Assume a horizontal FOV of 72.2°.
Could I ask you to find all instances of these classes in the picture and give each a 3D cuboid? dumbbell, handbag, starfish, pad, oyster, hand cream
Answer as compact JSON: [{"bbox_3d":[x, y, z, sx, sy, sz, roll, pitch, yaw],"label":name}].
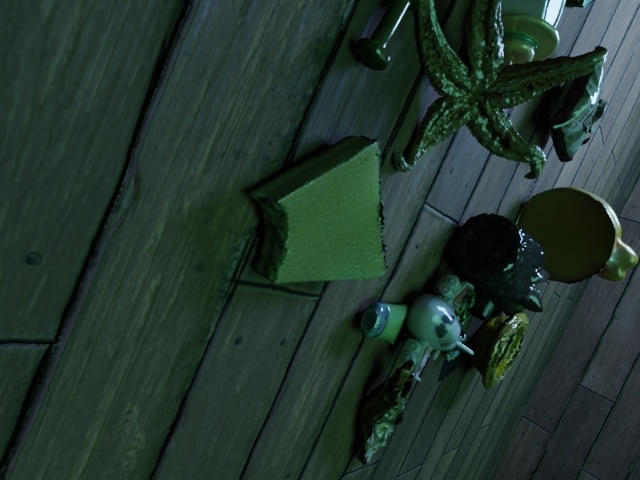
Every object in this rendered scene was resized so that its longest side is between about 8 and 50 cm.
[{"bbox_3d":[0.090,-0.281,0.569,0.052,0.046,0.118,31,86,-46],"label":"dumbbell"},{"bbox_3d":[0.656,-0.334,1.121,0.235,0.127,0.213,22,92,-54],"label":"handbag"},{"bbox_3d":[0.250,-0.227,0.698,0.375,0.094,0.327,35,116,-20],"label":"starfish"},{"bbox_3d":[0.411,0.360,1.337,0.157,0.003,0.112,-11,119,-45],"label":"pad"},{"bbox_3d":[0.147,0.385,0.990,0.128,0.078,0.345,-16,131,-35],"label":"oyster"},{"bbox_3d":[0.130,0.162,0.872,0.175,0.045,0.095,22,89,-60],"label":"hand cream"}]

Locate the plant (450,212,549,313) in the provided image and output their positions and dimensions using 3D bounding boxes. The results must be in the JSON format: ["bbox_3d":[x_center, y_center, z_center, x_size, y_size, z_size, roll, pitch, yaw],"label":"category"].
[{"bbox_3d":[0.444,0.064,1.054,0.320,0.194,0.182,30,91,-49],"label":"plant"}]

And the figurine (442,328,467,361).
[{"bbox_3d":[0.367,0.289,1.217,0.059,0.047,0.106,4,121,-12],"label":"figurine"}]

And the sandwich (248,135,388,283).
[{"bbox_3d":[0.000,0.000,0.622,0.212,0.063,0.245,-34,133,-28],"label":"sandwich"}]

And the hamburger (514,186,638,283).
[{"bbox_3d":[0.725,-0.009,1.245,0.186,0.302,0.261,-2,118,-44],"label":"hamburger"}]

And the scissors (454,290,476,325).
[{"bbox_3d":[0.361,0.168,1.150,0.204,0.027,0.101,26,87,-54],"label":"scissors"}]

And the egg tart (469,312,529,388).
[{"bbox_3d":[0.578,0.347,1.428,0.288,0.118,0.289,-26,128,-39],"label":"egg tart"}]

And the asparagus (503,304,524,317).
[{"bbox_3d":[0.619,0.172,1.412,0.343,0.081,0.085,67,23,-45],"label":"asparagus"}]

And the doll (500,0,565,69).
[{"bbox_3d":[0.330,-0.429,0.705,0.208,0.143,0.272,-54,150,-45],"label":"doll"}]

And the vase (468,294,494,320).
[{"bbox_3d":[0.506,0.131,1.270,0.211,0.059,0.060,-53,141,-15],"label":"vase"}]

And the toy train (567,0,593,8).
[{"bbox_3d":[0.599,-0.564,0.995,0.093,0.038,0.056,-38,133,-28],"label":"toy train"}]

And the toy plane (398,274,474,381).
[{"bbox_3d":[0.269,0.198,0.992,0.252,0.118,0.252,-24,126,-38],"label":"toy plane"}]
